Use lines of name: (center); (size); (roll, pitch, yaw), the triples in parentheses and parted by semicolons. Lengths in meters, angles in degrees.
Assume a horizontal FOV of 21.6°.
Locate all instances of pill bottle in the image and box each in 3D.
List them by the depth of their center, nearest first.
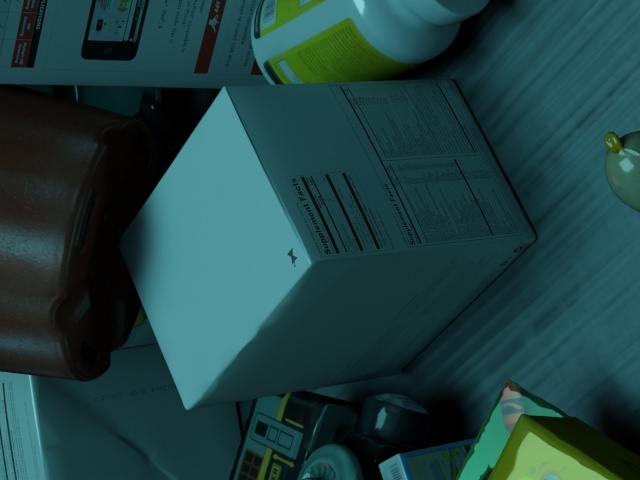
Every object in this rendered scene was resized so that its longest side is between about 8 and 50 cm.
pill bottle: (0.038, -0.167, 1.210); (0.184, 0.103, 0.103); (-20, 79, 52)

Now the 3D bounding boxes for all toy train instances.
toy train: (-0.008, 0.266, 1.258); (0.190, 0.142, 0.334); (17, 91, 57)

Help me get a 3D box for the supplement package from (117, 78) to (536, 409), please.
supplement package: (0.000, 0.000, 1.199); (0.194, 0.203, 0.149); (-50, 57, 43)

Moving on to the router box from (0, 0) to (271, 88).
router box: (-0.113, -0.275, 1.226); (0.082, 0.301, 0.335); (47, 129, 45)

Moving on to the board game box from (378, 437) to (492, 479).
board game box: (0.110, 0.216, 1.166); (0.026, 0.103, 0.154); (-37, 65, 48)

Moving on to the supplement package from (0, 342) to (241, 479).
supplement package: (-0.222, 0.205, 1.517); (0.263, 0.199, 0.198); (-15, 84, 52)

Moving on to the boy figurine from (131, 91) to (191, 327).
boy figurine: (-0.206, 0.012, 1.427); (0.177, 0.285, 0.092); (44, 178, 1)

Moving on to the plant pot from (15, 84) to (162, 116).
plant pot: (-0.302, -0.132, 1.546); (0.196, 0.293, 0.293); (-157, 65, -78)

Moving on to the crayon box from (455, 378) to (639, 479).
crayon box: (0.176, 0.244, 1.008); (0.318, 0.081, 0.202); (31, 101, 33)

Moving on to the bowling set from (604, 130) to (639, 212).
bowling set: (0.303, -0.012, 0.868); (0.287, 0.200, 0.154); (50, 159, -27)

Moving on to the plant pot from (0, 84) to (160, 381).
plant pot: (-0.276, -0.017, 1.269); (0.265, 0.272, 0.272); (10, 106, 11)
